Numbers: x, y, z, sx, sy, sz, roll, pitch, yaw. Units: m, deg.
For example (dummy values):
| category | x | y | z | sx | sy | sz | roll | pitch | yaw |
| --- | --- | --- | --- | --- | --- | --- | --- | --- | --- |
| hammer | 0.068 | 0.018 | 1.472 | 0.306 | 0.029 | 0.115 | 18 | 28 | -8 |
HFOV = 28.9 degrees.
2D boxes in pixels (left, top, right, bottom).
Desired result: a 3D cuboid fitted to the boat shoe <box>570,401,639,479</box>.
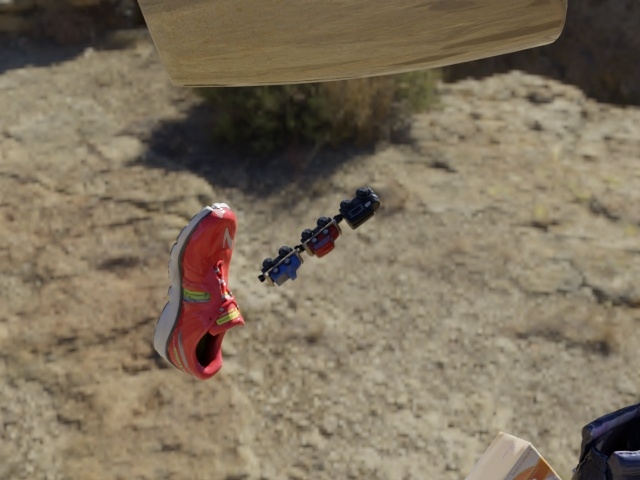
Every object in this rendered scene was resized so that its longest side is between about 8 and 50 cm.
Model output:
| category | x | y | z | sx | sy | sz | roll | pitch | yaw |
| --- | --- | --- | --- | --- | --- | --- | --- | --- | --- |
| boat shoe | 0.414 | 0.247 | 1.332 | 0.340 | 0.158 | 0.127 | -10 | 31 | -25 |

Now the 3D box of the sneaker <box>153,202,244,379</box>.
| category | x | y | z | sx | sy | sz | roll | pitch | yaw |
| --- | --- | --- | --- | --- | --- | --- | --- | --- | --- |
| sneaker | -0.153 | 0.078 | 1.800 | 0.118 | 0.279 | 0.107 | 32 | 32 | 32 |

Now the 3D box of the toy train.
| category | x | y | z | sx | sy | sz | roll | pitch | yaw |
| --- | --- | --- | --- | --- | --- | --- | --- | --- | --- |
| toy train | 0.000 | 0.000 | 1.350 | 0.158 | 0.027 | 0.036 | -37 | 58 | -5 |

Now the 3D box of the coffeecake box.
| category | x | y | z | sx | sy | sz | roll | pitch | yaw |
| --- | --- | --- | --- | --- | --- | --- | --- | --- | --- |
| coffeecake box | 0.283 | 0.388 | 1.763 | 0.142 | 0.185 | 0.068 | -50 | 30 | -16 |

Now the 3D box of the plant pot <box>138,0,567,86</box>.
| category | x | y | z | sx | sy | sz | roll | pitch | yaw |
| --- | --- | --- | --- | --- | --- | --- | --- | --- | --- |
| plant pot | -0.001 | -0.218 | 0.894 | 0.274 | 0.257 | 0.256 | -20 | 29 | -2 |
